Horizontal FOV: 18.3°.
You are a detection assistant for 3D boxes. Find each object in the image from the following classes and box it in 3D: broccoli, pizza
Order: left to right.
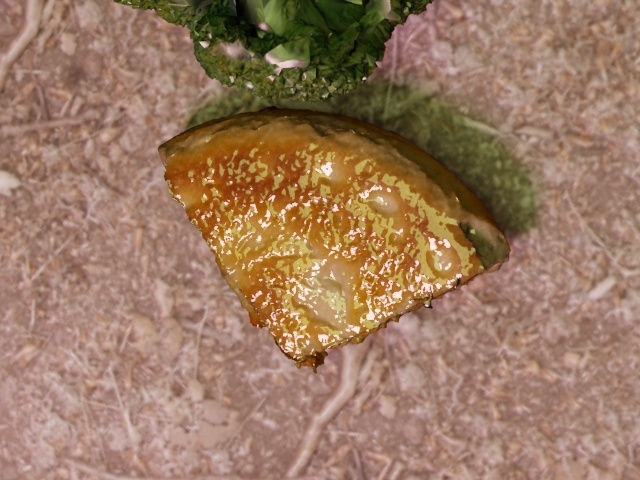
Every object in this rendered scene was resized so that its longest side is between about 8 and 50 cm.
[{"bbox_3d":[-0.038,-0.316,1.637,0.310,0.321,0.413,-17,90,46],"label":"broccoli"},{"bbox_3d":[0.000,0.000,1.747,0.335,0.086,0.226,15,102,17],"label":"pizza"}]
